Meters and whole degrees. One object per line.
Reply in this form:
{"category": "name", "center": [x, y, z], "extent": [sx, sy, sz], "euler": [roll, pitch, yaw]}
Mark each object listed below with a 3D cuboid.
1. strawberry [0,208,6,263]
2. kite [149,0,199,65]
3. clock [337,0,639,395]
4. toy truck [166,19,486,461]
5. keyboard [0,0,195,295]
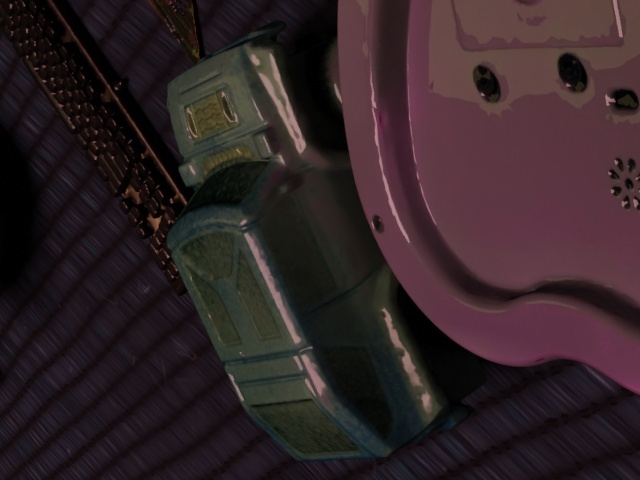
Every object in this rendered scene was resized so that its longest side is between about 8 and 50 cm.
{"category": "strawberry", "center": [-0.425, -0.003, 1.493], "extent": [0.288, 0.238, 0.250], "euler": [-18, 107, 45]}
{"category": "kite", "center": [-0.149, -0.277, 1.113], "extent": [0.234, 0.016, 0.321], "euler": [24, 131, 43]}
{"category": "clock", "center": [0.136, -0.060, 0.765], "extent": [0.338, 0.102, 0.338], "euler": [38, 139, 43]}
{"category": "toy truck", "center": [0.000, 0.000, 0.981], "extent": [0.155, 0.156, 0.278], "euler": [-15, 102, 56]}
{"category": "keyboard", "center": [-0.182, -0.099, 1.277], "extent": [0.317, 0.027, 0.106], "euler": [55, 147, 12]}
